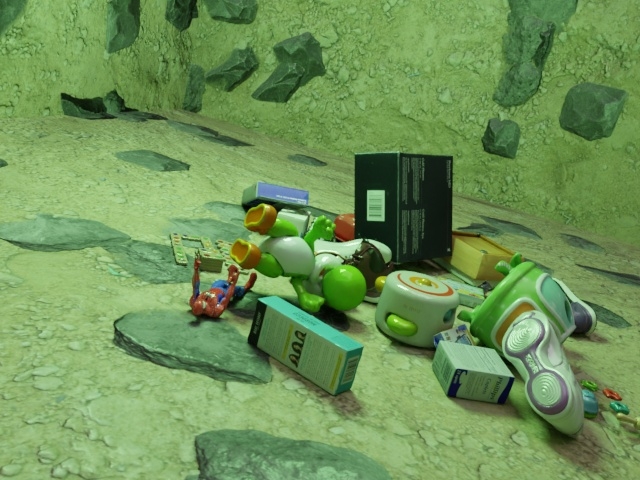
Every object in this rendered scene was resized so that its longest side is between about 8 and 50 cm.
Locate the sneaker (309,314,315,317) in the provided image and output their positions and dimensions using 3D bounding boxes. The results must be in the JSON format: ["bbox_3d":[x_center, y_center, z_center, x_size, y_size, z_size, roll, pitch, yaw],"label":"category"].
[{"bbox_3d":[-0.065,0.184,1.543,0.067,0.042,0.118,26,22,25],"label":"sneaker"}]

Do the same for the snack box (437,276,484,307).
[{"bbox_3d":[0.413,0.156,2.045,0.141,0.037,0.100,16,15,6],"label":"snack box"}]

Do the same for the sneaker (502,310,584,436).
[{"bbox_3d":[0.478,0.283,1.465,0.152,0.114,0.305,47,26,-30],"label":"sneaker"}]

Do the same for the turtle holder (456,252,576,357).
[{"bbox_3d":[0.509,0.193,1.726,0.227,0.243,0.320,40,-3,22],"label":"turtle holder"}]

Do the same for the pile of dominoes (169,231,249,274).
[{"bbox_3d":[-0.305,0.020,1.884,0.195,0.040,0.251,8,18,-20],"label":"pile of dominoes"}]

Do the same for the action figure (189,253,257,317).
[{"bbox_3d":[-0.224,0.086,1.581,0.091,0.139,0.280,17,19,10],"label":"action figure"}]

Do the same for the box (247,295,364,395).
[{"bbox_3d":[-0.035,0.208,1.389,0.244,0.101,0.060,26,19,34],"label":"box"}]

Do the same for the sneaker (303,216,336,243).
[{"bbox_3d":[0.000,0.000,2.137,0.106,0.078,0.234,27,23,-1],"label":"sneaker"}]

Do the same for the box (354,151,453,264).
[{"bbox_3d":[0.270,-0.108,2.207,0.178,0.344,0.312,4,5,43],"label":"box"}]

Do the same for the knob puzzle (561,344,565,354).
[{"bbox_3d":[0.579,0.259,1.860,0.213,0.030,0.213,13,16,-4],"label":"knob puzzle"}]

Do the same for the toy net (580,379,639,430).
[{"bbox_3d":[0.665,0.385,1.501,0.232,0.045,0.122,26,18,30],"label":"toy net"}]

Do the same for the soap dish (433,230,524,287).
[{"bbox_3d":[0.530,0.057,2.328,0.228,0.118,0.291,5,18,-29],"label":"soap dish"}]

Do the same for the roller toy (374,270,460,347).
[{"bbox_3d":[0.240,0.160,1.693,0.191,0.146,0.209,10,16,-17],"label":"roller toy"}]

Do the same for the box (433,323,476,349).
[{"bbox_3d":[0.317,0.247,1.607,0.136,0.028,0.081,-6,66,-52],"label":"box"}]

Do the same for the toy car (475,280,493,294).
[{"bbox_3d":[0.531,0.176,2.117,0.122,0.060,0.040,36,-23,13],"label":"toy car"}]

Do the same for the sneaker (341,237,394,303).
[{"bbox_3d":[0.066,0.059,1.847,0.281,0.163,0.106,13,16,-5],"label":"sneaker"}]

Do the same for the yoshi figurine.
[{"bbox_3d":[-0.022,0.062,1.648,0.362,0.203,0.203,31,30,-31],"label":"yoshi figurine"}]

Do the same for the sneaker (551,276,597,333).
[{"bbox_3d":[0.696,0.186,2.079,0.124,0.107,0.283,1,20,-22],"label":"sneaker"}]

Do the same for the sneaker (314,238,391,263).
[{"bbox_3d":[0.079,0.065,1.982,0.290,0.106,0.123,1,29,-17],"label":"sneaker"}]

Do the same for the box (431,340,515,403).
[{"bbox_3d":[0.328,0.285,1.487,0.137,0.072,0.126,10,18,-10],"label":"box"}]

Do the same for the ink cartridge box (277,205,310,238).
[{"bbox_3d":[-0.090,-0.049,2.200,0.089,0.092,0.143,15,15,4],"label":"ink cartridge box"}]

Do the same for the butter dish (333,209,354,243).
[{"bbox_3d":[0.118,-0.051,2.337,0.159,0.118,0.160,-1,22,-44],"label":"butter dish"}]

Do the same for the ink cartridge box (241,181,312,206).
[{"bbox_3d":[-0.151,-0.145,2.315,0.175,0.069,0.371,10,-1,-15],"label":"ink cartridge box"}]
